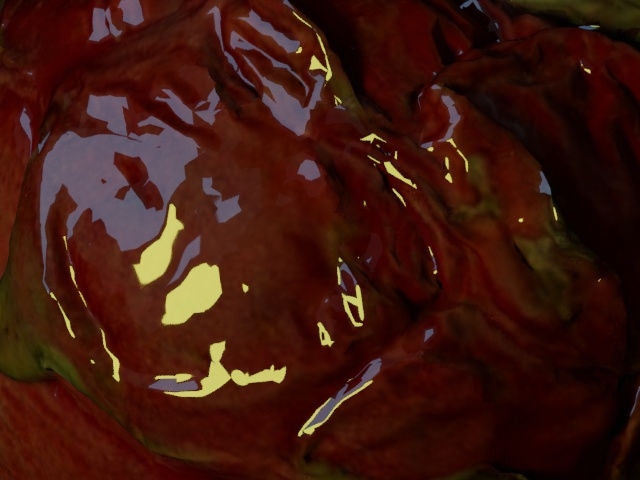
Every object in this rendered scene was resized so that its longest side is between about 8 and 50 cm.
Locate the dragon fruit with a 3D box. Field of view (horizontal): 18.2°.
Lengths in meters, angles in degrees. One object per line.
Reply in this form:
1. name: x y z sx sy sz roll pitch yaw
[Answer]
1. dragon fruit: 0.000 0.000 0.657 0.342 0.277 0.277 -24 45 48
